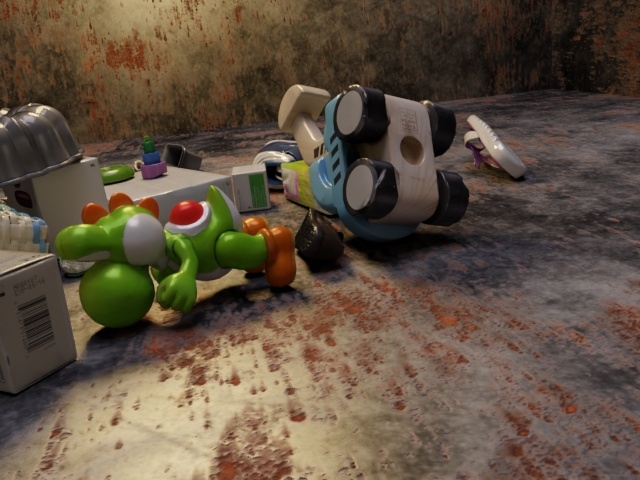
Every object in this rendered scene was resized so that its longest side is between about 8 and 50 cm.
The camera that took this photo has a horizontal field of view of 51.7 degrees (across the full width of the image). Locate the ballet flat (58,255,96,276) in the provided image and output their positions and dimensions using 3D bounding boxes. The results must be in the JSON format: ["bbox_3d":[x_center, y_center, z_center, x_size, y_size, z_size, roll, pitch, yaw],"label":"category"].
[{"bbox_3d":[-0.426,0.002,1.345,0.091,0.077,0.241,3,18,29],"label":"ballet flat"}]

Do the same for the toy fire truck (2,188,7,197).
[{"bbox_3d":[-0.815,-0.182,2.021,0.217,0.158,0.246,-5,27,6],"label":"toy fire truck"}]

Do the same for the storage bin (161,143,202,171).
[{"bbox_3d":[-0.476,-0.272,2.276,0.091,0.098,0.135,17,-1,-39],"label":"storage bin"}]

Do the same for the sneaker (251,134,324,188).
[{"bbox_3d":[-0.033,-0.209,1.868,0.323,0.130,0.236,0,27,5],"label":"sneaker"}]

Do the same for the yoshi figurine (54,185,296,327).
[{"bbox_3d":[-0.230,0.049,1.052,0.363,0.203,0.202,0,52,-32],"label":"yoshi figurine"}]

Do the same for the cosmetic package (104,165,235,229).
[{"bbox_3d":[-0.437,-0.107,1.677,0.285,0.097,0.377,-16,19,-35],"label":"cosmetic package"}]

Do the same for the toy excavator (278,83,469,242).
[{"bbox_3d":[0.052,-0.185,1.377,0.223,0.432,0.445,4,-16,-33],"label":"toy excavator"}]

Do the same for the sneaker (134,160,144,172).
[{"bbox_3d":[-0.524,-0.212,2.074,0.192,0.086,0.064,8,22,39],"label":"sneaker"}]

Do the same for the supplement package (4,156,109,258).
[{"bbox_3d":[-0.588,-0.081,1.472,0.149,0.194,0.203,-22,22,-39],"label":"supplement package"}]

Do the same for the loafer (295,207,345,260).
[{"bbox_3d":[0.000,0.000,1.240,0.078,0.080,0.220,25,12,-10],"label":"loafer"}]

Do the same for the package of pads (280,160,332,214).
[{"bbox_3d":[0.048,-0.150,1.647,0.229,0.101,0.297,-13,17,-24],"label":"package of pads"}]

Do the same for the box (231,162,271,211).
[{"bbox_3d":[-0.175,-0.134,1.669,0.087,0.101,0.102,-7,17,-3],"label":"box"}]

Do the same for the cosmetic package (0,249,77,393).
[{"bbox_3d":[-0.500,0.098,0.910,0.310,0.160,0.113,4,18,27],"label":"cosmetic package"}]

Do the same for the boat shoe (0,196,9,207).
[{"bbox_3d":[-0.748,-0.042,1.580,0.324,0.123,0.116,-32,-4,-39],"label":"boat shoe"}]

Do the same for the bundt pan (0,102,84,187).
[{"bbox_3d":[-0.672,-0.198,1.361,0.331,0.124,0.330,-10,22,4],"label":"bundt pan"}]

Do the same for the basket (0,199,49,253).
[{"bbox_3d":[-0.655,0.015,1.161,0.289,0.200,0.255,-8,15,-44],"label":"basket"}]

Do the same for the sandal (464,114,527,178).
[{"bbox_3d":[0.458,-0.253,1.838,0.102,0.169,0.416,-44,9,16],"label":"sandal"}]

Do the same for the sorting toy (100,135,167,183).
[{"bbox_3d":[-0.583,-0.214,1.719,0.366,0.126,0.127,-5,16,12],"label":"sorting toy"}]
